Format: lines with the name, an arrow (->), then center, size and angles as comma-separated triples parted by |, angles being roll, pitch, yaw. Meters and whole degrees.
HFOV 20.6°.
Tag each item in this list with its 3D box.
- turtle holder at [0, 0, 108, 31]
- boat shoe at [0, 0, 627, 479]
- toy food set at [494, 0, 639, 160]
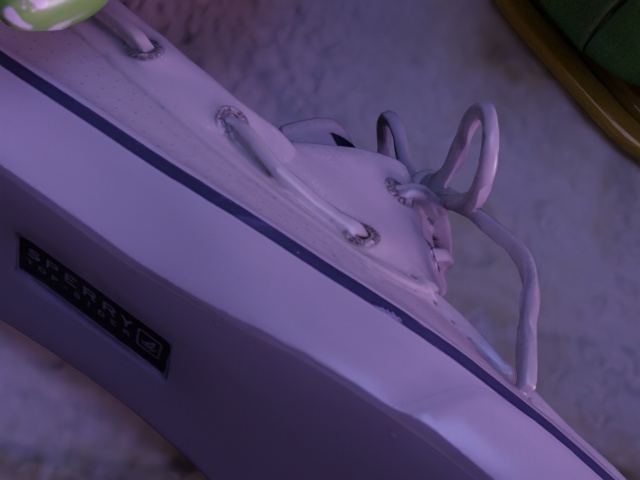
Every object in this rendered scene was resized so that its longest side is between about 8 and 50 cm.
turtle holder -> -0.026, -0.226, 0.584 | 0.320, 0.227, 0.243 | -3, 49, -42
boat shoe -> -0.003, 0.004, 0.620 | 0.367, 0.136, 0.156 | 34, 56, 11
toy food set -> 0.167, -0.098, 0.746 | 0.128, 0.071, 0.218 | -37, 81, -29
